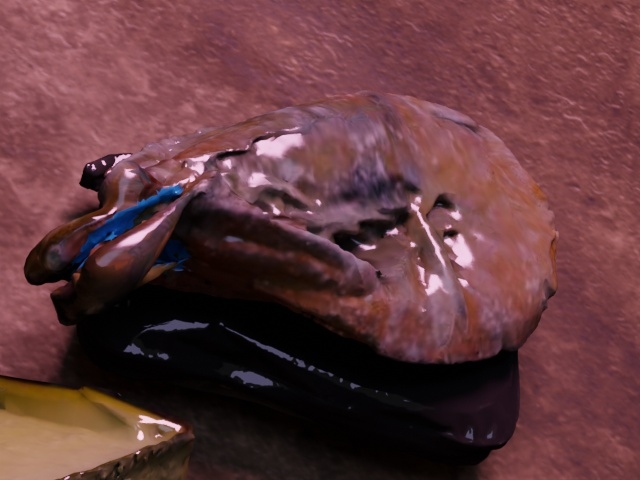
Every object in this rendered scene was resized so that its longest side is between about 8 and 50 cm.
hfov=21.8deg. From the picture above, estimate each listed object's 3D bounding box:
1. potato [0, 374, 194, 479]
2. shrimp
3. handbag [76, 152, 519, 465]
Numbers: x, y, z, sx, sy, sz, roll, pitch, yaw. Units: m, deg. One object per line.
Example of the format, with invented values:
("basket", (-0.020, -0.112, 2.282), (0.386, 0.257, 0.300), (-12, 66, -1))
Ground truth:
("potato", (-0.276, 0.184, 0.864), (0.280, 0.212, 0.330), (19, 18, 23))
("shrimp", (0.000, 0.000, 1.117), (0.446, 0.110, 0.221), (-8, 62, -42))
("handbag", (-0.018, 0.046, 1.174), (0.332, 0.075, 0.191), (16, 46, -13))
